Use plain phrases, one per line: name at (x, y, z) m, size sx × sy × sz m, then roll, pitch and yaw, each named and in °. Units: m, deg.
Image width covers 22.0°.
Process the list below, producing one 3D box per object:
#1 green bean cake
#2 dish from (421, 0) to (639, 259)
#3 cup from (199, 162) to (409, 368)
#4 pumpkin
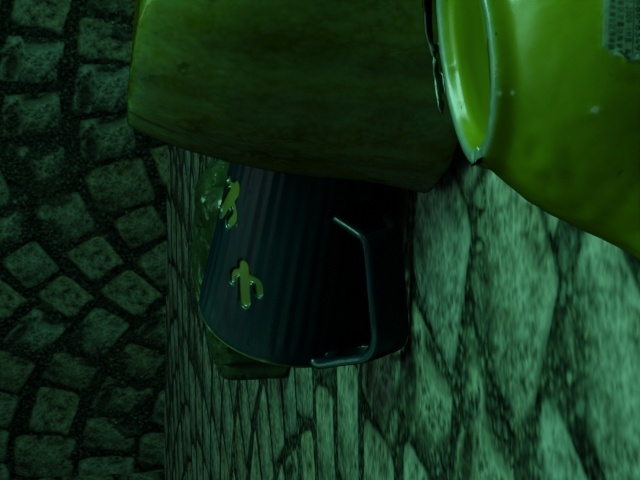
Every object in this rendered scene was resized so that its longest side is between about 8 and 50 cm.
green bean cake at (-0.076, 0.032, 1.681) m, size 0.183 × 0.094 × 0.185 m, roll 102°, pitch 159°, yaw -53°
dish at (0.087, -0.084, 0.631) m, size 0.149 × 0.080 × 0.207 m, roll 109°, pitch 153°, yaw -71°
cup at (0.000, 0.000, 1.134) m, size 0.176 × 0.131 × 0.155 m, roll 39°, pitch 134°, yaw 38°
pumpkin at (-0.024, -0.189, 0.984) m, size 0.332 × 0.199 × 0.332 m, roll 177°, pitch 90°, yaw -78°
